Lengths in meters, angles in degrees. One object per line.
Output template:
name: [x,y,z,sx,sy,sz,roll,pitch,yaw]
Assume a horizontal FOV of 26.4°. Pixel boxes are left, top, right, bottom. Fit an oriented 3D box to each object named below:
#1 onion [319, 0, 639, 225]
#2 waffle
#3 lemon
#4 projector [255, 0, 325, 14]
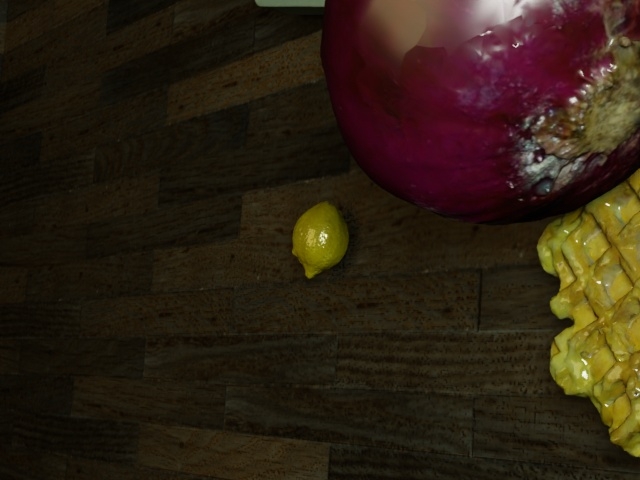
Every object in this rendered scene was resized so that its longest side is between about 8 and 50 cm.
onion: [0.131,-0.178,1.081,0.282,0.260,0.336,63,141,38]
waffle: [0.294,0.030,1.096,0.325,0.068,0.302,6,88,59]
lemon: [0.000,0.000,1.561,0.065,0.065,0.092,17,92,57]
projector: [0.030,-0.392,1.591,0.259,0.079,0.257,16,97,58]
